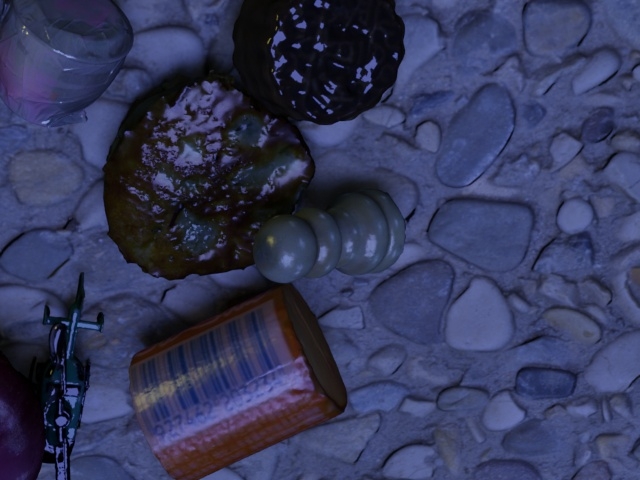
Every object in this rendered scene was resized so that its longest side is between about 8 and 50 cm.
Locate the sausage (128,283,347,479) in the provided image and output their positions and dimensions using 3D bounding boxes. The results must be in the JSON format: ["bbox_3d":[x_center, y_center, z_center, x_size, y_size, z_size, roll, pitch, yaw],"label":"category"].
[{"bbox_3d":[-0.133,0.227,2.010,0.287,0.233,0.233,-27,127,8],"label":"sausage"}]

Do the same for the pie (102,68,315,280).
[{"bbox_3d":[-0.171,-0.090,1.842,0.288,0.103,0.355,16,122,-22],"label":"pie"}]

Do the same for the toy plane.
[{"bbox_3d":[-0.406,0.224,2.004,0.106,0.155,0.382,9,107,-17],"label":"toy plane"}]

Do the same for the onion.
[{"bbox_3d":[-0.601,0.294,1.902,0.358,0.345,0.358,0,89,15],"label":"onion"}]

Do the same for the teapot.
[{"bbox_3d":[-0.374,-0.245,1.648,0.221,0.163,0.178,16,131,-24],"label":"teapot"}]

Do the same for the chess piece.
[{"bbox_3d":[0.000,0.000,1.865,0.243,0.133,0.133,-11,136,-45],"label":"chess piece"}]

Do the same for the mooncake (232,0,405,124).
[{"bbox_3d":[0.003,-0.263,1.705,0.228,0.124,0.228,-8,110,-23],"label":"mooncake"}]
